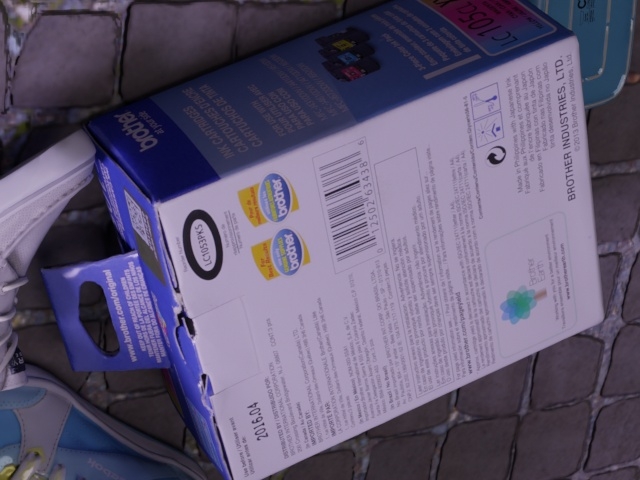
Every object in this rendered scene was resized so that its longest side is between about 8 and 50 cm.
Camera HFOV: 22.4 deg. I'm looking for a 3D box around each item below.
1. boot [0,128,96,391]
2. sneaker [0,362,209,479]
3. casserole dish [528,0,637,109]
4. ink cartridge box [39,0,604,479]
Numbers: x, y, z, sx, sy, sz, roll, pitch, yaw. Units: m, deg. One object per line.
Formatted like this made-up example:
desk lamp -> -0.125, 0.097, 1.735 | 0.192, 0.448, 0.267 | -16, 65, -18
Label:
boot -> -0.232, 0.043, 1.104 | 0.258, 0.095, 0.123 | -37, 97, 5
sneaker -> -0.173, 0.208, 1.187 | 0.319, 0.208, 0.127 | 26, 104, -36
casserole dish -> 0.204, -0.174, 1.281 | 0.114, 0.037, 0.188 | -15, 123, -22
ink cartridge box -> 0.000, 0.000, 1.197 | 0.395, 0.151, 0.270 | -24, 126, -17
